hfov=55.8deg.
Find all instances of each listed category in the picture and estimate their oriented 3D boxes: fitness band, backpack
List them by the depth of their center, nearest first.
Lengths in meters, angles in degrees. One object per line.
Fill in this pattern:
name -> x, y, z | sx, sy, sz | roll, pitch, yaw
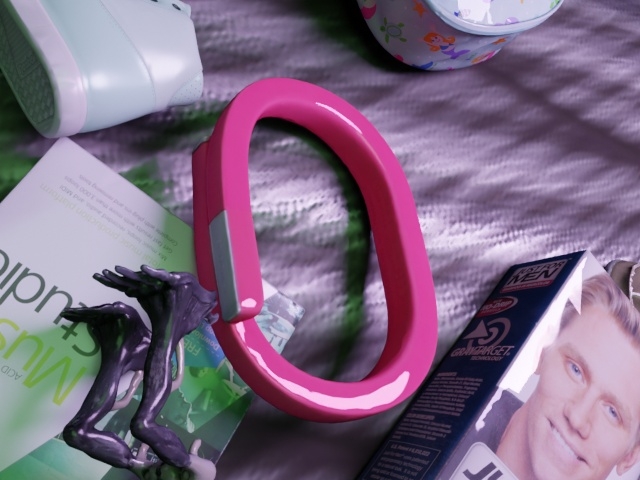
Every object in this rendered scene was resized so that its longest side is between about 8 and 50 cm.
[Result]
fitness band -> 0.000, 0.000, 0.499 | 0.209, 0.054, 0.290 | 10, 62, -37
backpack -> 0.132, -0.308, 0.600 | 0.225, 0.191, 0.253 | -18, 92, -28

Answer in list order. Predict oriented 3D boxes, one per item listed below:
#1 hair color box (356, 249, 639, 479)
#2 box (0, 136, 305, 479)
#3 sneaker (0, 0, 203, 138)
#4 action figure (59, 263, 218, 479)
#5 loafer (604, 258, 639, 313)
hair color box -> 0.179, 0.187, 0.549 | 0.174, 0.105, 0.347 | 48, 63, -9
box -> -0.184, 0.117, 0.423 | 0.232, 0.058, 0.321 | 37, 67, -14
sneaker -> -0.193, -0.198, 0.481 | 0.151, 0.094, 0.255 | -21, 77, -44
action figure -> -0.114, 0.162, 0.332 | 0.141, 0.164, 0.275 | 13, 63, -44
loafer -> 0.430, 0.085, 0.696 | 0.251, 0.087, 0.094 | 22, 70, -19
